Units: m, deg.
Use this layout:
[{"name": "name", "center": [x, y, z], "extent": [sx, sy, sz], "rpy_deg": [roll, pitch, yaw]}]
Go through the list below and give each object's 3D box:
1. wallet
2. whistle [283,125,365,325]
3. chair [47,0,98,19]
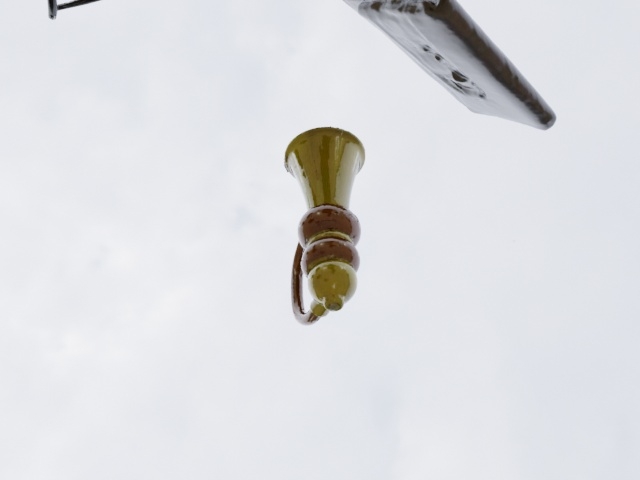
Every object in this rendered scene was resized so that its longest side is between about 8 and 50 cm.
[{"name": "wallet", "center": [0.142, -0.202, 1.107], "extent": [0.229, 0.182, 0.049], "rpy_deg": [34, -93, -35]}, {"name": "whistle", "center": [-0.004, -0.004, 0.538], "extent": [0.057, 0.046, 0.109], "rpy_deg": [-23, -134, 29]}, {"name": "chair", "center": [-0.306, -0.440, 1.472], "extent": [0.260, 0.154, 0.141], "rpy_deg": [-24, -135, -27]}]
